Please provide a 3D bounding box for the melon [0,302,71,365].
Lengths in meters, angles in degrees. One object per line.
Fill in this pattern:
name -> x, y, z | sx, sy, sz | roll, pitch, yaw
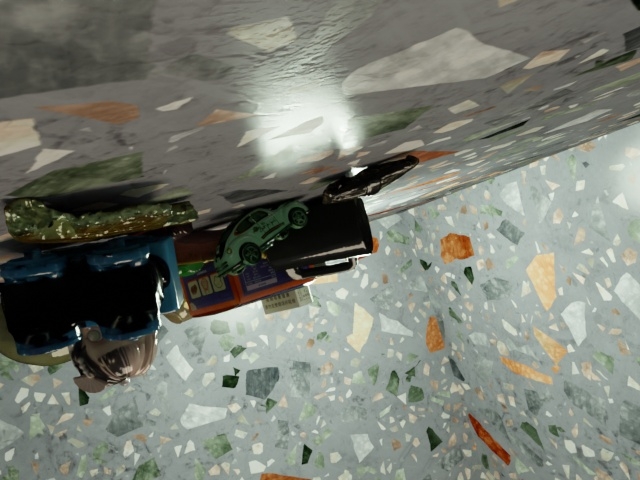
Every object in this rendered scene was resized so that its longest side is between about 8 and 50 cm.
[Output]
melon -> -0.843, 0.259, 1.645 | 0.308, 0.271, 0.272 | 21, 159, -26

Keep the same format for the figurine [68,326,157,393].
figurine -> -0.581, 0.222, 1.486 | 0.253, 0.361, 0.211 | -20, 168, -10

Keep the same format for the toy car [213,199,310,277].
toy car -> -0.162, -0.023, 1.385 | 0.306, 0.125, 0.136 | -42, -173, -33

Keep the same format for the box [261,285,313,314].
box -> -0.176, 0.120, 2.159 | 0.210, 0.330, 0.095 | -18, 177, 40

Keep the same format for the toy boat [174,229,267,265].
toy boat -> -0.312, 0.027, 1.469 | 0.318, 0.099, 0.141 | -8, -148, 3

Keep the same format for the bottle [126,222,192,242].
bottle -> -0.342, -0.012, 1.130 | 0.164, 0.060, 0.060 | -19, 177, 29

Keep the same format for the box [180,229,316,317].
box -> -0.257, 0.092, 1.833 | 0.349, 0.256, 0.319 | -14, 176, -46

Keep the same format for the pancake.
pancake -> -0.311, -0.038, 0.810 | 0.197, 0.054, 0.376 | -11, -179, 16

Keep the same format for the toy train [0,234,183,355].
toy train -> -0.426, 0.088, 0.990 | 0.300, 0.188, 0.265 | -9, -172, -7

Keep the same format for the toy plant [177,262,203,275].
toy plant -> -0.434, 0.054, 1.616 | 0.155, 0.088, 0.240 | -30, -156, -15

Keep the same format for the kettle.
kettle -> -0.003, -0.014, 1.644 | 0.308, 0.203, 0.262 | -15, 160, 15

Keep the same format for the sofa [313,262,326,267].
sofa -> -0.047, 0.018, 1.987 | 0.176, 0.225, 0.210 | -10, 171, -43

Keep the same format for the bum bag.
bum bag -> 0.117, -0.140, 1.260 | 0.248, 0.069, 0.102 | -19, 162, 5

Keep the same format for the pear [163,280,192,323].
pear -> -0.527, 0.175, 2.020 | 0.271, 0.271, 0.271 | -17, 178, -1
